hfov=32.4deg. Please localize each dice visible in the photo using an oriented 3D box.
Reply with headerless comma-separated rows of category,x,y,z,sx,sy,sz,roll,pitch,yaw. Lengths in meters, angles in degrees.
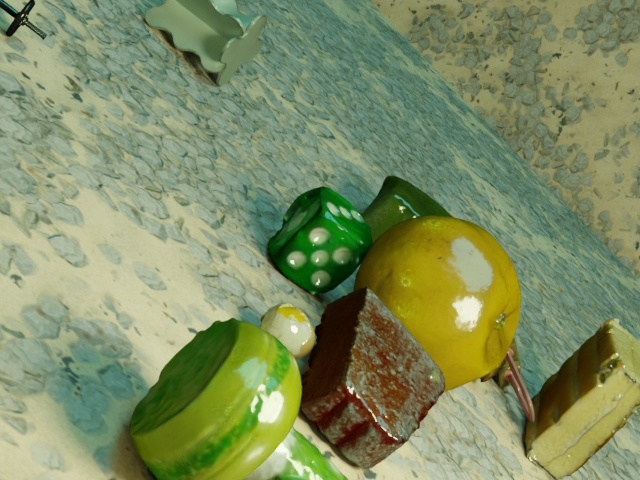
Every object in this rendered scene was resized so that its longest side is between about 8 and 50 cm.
dice,0.000,0.000,1.748,0.120,0.131,0.128,38,19,-20

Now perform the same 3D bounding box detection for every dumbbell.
dumbbell,-0.475,-0.353,1.658,0.147,0.069,0.069,37,21,-16

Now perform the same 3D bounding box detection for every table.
table,-0.228,-0.429,2.169,0.198,0.166,0.166,39,19,11

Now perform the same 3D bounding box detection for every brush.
brush,0.339,0.235,1.962,0.233,0.047,0.103,-103,179,-54

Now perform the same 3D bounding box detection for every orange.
orange,0.183,0.097,1.688,0.235,0.279,0.279,4,-8,39

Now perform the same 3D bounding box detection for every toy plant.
toy plant,-0.035,0.245,1.151,0.316,0.184,0.224,47,-1,-19

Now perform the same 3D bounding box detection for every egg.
egg,-0.043,0.127,1.495,0.083,0.071,0.071,37,21,-20

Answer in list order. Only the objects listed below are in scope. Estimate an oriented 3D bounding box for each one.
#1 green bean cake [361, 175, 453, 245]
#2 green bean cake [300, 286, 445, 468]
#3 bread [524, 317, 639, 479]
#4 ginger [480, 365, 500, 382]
green bean cake,0.188,-0.006,2.127,0.248,0.125,0.222,45,18,-1
green bean cake,0.057,0.186,1.489,0.198,0.097,0.232,46,30,0
bread,0.466,0.274,1.913,0.111,0.239,0.246,39,22,1
ginger,0.197,0.119,1.910,0.309,0.107,0.133,41,17,-14
